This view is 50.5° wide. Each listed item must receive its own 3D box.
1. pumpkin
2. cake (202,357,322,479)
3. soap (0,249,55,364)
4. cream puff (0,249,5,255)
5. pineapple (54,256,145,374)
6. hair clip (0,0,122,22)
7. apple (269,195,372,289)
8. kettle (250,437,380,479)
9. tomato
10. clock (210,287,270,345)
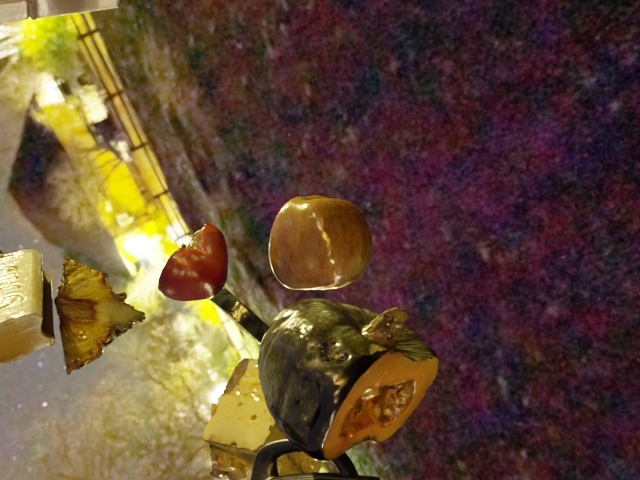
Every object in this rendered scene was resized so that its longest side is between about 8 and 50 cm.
[{"bbox_3d":[0.029,0.175,1.043,0.232,0.242,0.325,38,-169,28],"label":"pumpkin"},{"bbox_3d":[-0.118,0.452,1.577,0.227,0.286,0.222,-4,138,43],"label":"cake"},{"bbox_3d":[-0.569,0.120,1.199,0.274,0.173,0.089,-134,32,-58],"label":"soap"},{"bbox_3d":[-0.682,0.061,1.376,0.119,0.104,0.133,40,180,14],"label":"cream puff"},{"bbox_3d":[-0.443,0.162,1.366,0.140,0.164,0.250,112,142,-49],"label":"pineapple"},{"bbox_3d":[-0.652,-0.589,1.637,0.101,0.330,0.085,58,149,17],"label":"hair clip"},{"bbox_3d":[0.000,0.000,1.675,0.264,0.264,0.264,56,166,22],"label":"apple"},{"bbox_3d":[-0.019,0.404,1.024,0.144,0.232,0.202,13,-108,-54],"label":"kettle"},{"bbox_3d":[-0.314,0.079,1.808,0.139,0.233,0.200,35,149,9],"label":"tomato"},{"bbox_3d":[-0.230,0.225,2.001,0.280,0.055,0.280,40,169,9],"label":"clock"}]
